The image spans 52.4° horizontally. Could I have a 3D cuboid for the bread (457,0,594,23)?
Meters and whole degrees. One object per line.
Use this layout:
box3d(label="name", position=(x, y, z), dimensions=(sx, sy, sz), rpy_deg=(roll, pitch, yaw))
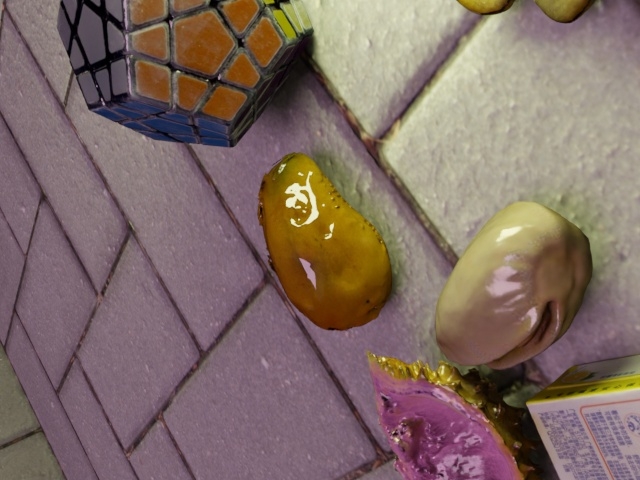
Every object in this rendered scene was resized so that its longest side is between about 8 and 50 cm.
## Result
box3d(label="bread", position=(0.185, -0.271, 0.601), dimensions=(0.188, 0.065, 0.149), rpy_deg=(50, 147, 17))

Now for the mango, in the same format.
box3d(label="mango", position=(0.000, 0.000, 0.864), dimensions=(0.156, 0.151, 0.249), rpy_deg=(-27, 77, 18))

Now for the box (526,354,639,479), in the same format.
box3d(label="box", position=(0.335, 0.243, 0.610), dimensions=(0.168, 0.097, 0.265), rpy_deg=(-31, 82, 49))

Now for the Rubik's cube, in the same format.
box3d(label="Rubik's cube", position=(-0.170, -0.271, 0.829), dimensions=(0.319, 0.319, 0.264), rpy_deg=(3, 81, 47))

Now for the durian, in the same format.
box3d(label="durian", position=(0.191, 0.269, 0.781), dimensions=(0.191, 0.112, 0.341), rpy_deg=(-13, 104, 40))

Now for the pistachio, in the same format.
box3d(label="pistachio", position=(0.193, 0.056, 0.676), dimensions=(0.223, 0.126, 0.152), rpy_deg=(111, 159, -43))
